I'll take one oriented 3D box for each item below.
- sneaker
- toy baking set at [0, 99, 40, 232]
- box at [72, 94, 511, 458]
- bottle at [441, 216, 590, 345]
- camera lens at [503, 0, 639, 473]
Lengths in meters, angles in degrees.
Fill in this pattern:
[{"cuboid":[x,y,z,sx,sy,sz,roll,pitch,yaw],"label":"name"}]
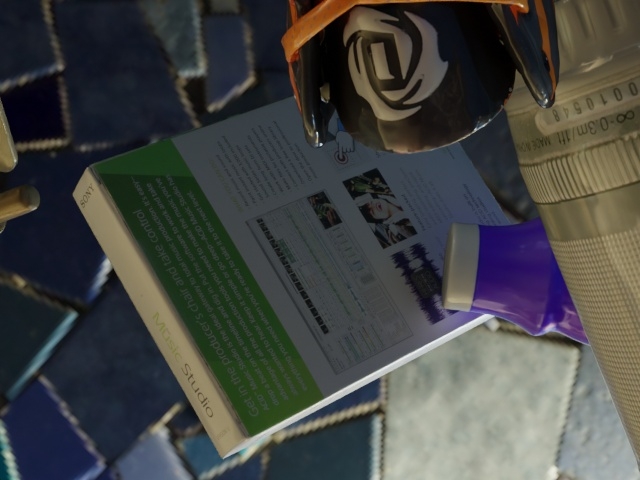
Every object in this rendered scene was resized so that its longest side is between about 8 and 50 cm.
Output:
[{"cuboid":[0.016,-0.111,0.374,0.321,0.125,0.180,-25,109,-68],"label":"sneaker"},{"cuboid":[-0.264,-0.070,0.810,0.256,0.030,0.197,-11,-55,33],"label":"toy baking set"},{"cuboid":[0.000,0.000,1.051,0.232,0.322,0.058,59,-37,11],"label":"box"},{"cuboid":[0.234,0.033,1.007,0.283,0.092,0.118,6,19,1],"label":"bottle"},{"cuboid":[0.224,-0.012,0.652,0.219,0.219,0.274,-166,-127,-82],"label":"camera lens"}]
